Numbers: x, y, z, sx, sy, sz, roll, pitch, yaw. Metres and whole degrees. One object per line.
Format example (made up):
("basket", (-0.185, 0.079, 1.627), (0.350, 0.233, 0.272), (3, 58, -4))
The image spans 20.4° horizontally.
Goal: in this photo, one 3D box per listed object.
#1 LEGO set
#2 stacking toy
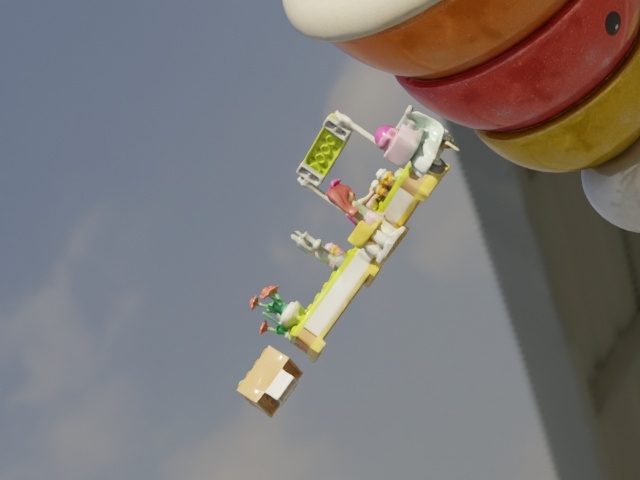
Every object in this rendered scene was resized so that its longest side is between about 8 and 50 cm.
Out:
("LEGO set", (0.000, 0.000, 1.460), (0.287, 0.107, 0.132), (-56, -4, 21))
("stacking toy", (0.225, -0.190, 1.734), (0.480, 0.350, 0.350), (46, -112, -28))
